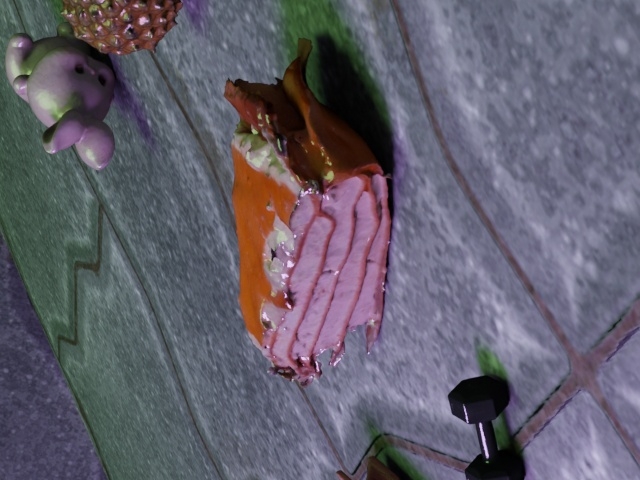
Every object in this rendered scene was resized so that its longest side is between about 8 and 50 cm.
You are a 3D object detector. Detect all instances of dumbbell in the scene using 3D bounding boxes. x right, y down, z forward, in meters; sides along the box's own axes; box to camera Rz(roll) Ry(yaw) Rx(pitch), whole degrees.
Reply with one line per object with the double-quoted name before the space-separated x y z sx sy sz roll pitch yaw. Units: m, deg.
"dumbbell" 0.113 0.133 0.844 0.036 0.040 0.083 -80 -22 -70

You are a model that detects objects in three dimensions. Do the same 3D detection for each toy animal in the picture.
"toy animal" -0.279 -0.168 1.418 0.212 0.124 0.124 45 149 46

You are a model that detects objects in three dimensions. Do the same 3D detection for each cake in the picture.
"cake" -0.006 0.003 0.920 0.135 0.098 0.287 41 146 50

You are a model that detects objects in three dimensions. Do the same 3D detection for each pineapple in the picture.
"pineapple" -0.149 -0.258 1.002 0.277 0.119 0.130 115 149 -60

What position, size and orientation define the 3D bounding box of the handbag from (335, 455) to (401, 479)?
"handbag" 0.077 0.307 1.070 0.157 0.059 0.212 36 141 53
